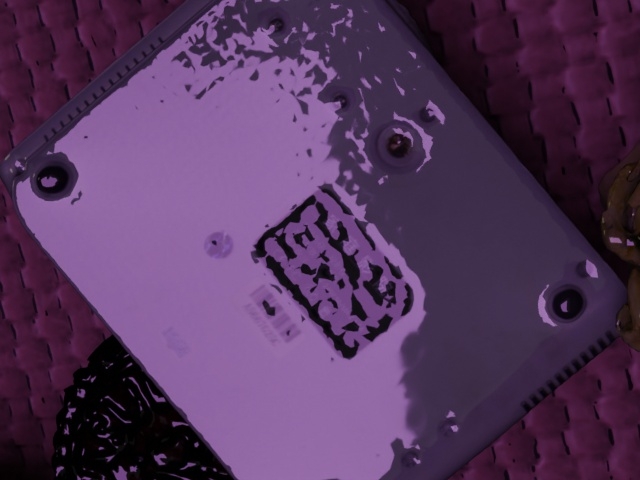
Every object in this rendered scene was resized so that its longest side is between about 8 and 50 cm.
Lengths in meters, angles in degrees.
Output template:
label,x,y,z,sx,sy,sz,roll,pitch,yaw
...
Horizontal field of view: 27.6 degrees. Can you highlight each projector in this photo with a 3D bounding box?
label,x,y,z,sx,sy,sz,roll,pitch,yaw
projector,0.000,0.000,0.631,0.198,0.108,0.250,-39,88,3

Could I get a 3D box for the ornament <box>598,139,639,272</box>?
label,x,y,z,sx,sy,sz,roll,pitch,yaw
ornament,0.196,-0.013,0.588,0.180,0.059,0.201,8,80,50

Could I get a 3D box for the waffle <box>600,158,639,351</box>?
label,x,y,z,sx,sy,sz,roll,pitch,yaw
waffle,0.207,-0.064,0.450,0.073,0.297,0.317,8,93,-23

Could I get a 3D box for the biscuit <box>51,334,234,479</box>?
label,x,y,z,sx,sy,sz,roll,pitch,yaw
biscuit,-0.065,0.133,0.742,0.194,0.053,0.195,4,105,17
